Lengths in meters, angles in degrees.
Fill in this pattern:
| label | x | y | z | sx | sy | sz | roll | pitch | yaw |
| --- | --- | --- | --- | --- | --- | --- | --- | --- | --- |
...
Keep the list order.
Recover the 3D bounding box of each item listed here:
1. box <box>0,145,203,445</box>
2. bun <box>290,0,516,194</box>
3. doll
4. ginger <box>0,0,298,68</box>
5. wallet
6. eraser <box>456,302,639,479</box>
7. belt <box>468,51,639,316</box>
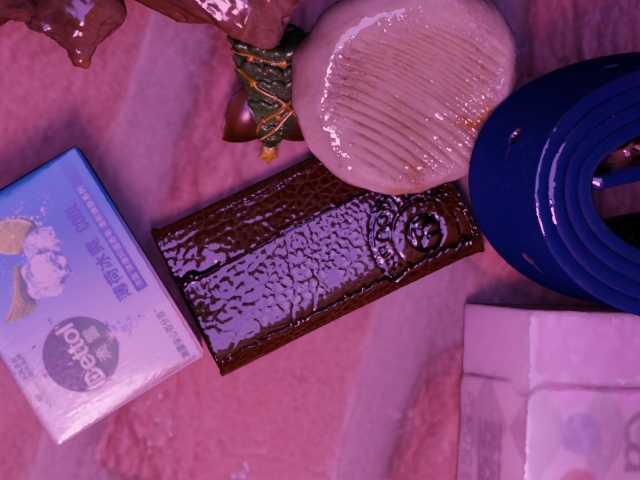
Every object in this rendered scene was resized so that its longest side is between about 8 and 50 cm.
| label | x | y | z | sx | sy | sz | roll | pitch | yaw |
| --- | --- | --- | --- | --- | --- | --- | --- | --- | --- |
| box | -0.200 | 0.042 | 1.395 | 0.139 | 0.073 | 0.194 | -32 | 95 | -4 |
| bun | 0.062 | -0.125 | 1.382 | 0.183 | 0.102 | 0.183 | -5 | 112 | -14 |
| doll | -0.036 | -0.117 | 1.404 | 0.078 | 0.076 | 0.113 | -2 | 93 | -14 |
| ginger | -0.163 | -0.196 | 1.365 | 0.290 | 0.084 | 0.122 | 2 | 82 | 13 |
| wallet | 0.000 | 0.000 | 1.431 | 0.243 | 0.039 | 0.133 | -25 | 90 | -7 |
| eraser | 0.216 | 0.252 | 1.439 | 0.213 | 0.082 | 0.397 | 1 | 92 | -7 |
| belt | 0.293 | -0.043 | 1.373 | 0.347 | 0.117 | 0.212 | -3 | 97 | -24 |
